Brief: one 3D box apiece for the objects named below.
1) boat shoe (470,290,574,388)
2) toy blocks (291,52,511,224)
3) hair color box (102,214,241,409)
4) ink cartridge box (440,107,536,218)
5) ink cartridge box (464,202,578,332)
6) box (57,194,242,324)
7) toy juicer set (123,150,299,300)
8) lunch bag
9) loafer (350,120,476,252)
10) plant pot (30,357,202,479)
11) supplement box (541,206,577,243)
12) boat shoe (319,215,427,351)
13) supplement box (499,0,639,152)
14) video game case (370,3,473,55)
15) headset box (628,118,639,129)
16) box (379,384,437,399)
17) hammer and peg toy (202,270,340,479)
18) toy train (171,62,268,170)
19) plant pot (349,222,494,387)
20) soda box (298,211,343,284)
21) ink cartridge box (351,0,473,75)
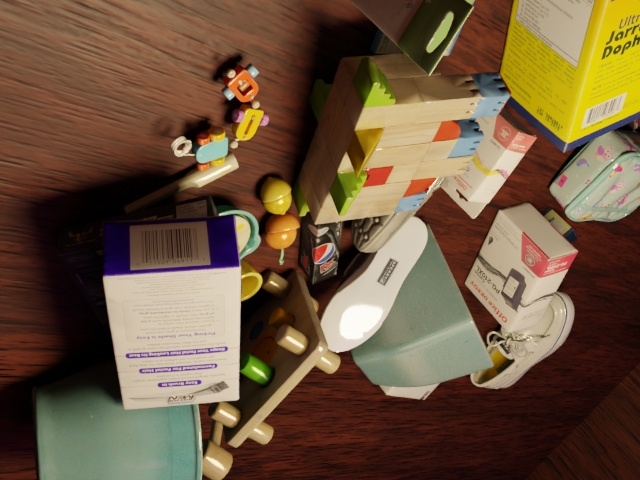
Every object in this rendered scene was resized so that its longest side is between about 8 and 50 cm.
[{"bbox_3d":[0.511,0.269,2.324,0.156,0.136,0.367,-1,141,-38],"label":"boat shoe"},{"bbox_3d":[0.129,-0.158,1.376,0.260,0.191,0.381,-8,150,-22],"label":"toy blocks"},{"bbox_3d":[-0.213,0.114,1.297,0.185,0.110,0.339,-3,137,-9],"label":"hair color box"},{"bbox_3d":[0.292,-0.150,1.635,0.067,0.115,0.198,4,127,-46],"label":"ink cartridge box"},{"bbox_3d":[0.444,0.063,1.970,0.100,0.172,0.237,-14,139,-31],"label":"ink cartridge box"},{"bbox_3d":[-0.251,0.034,1.324,0.232,0.059,0.183,-13,139,3],"label":"box"},{"bbox_3d":[-0.136,-0.026,1.409,0.209,0.089,0.329,-40,145,3],"label":"toy juicer set"},{"bbox_3d":[0.662,-0.136,1.984,0.279,0.108,0.224,3,136,-43],"label":"lunch bag"},{"bbox_3d":[0.169,-0.106,1.578,0.111,0.112,0.319,15,119,-40],"label":"loafer"},{"bbox_3d":[-0.354,0.325,1.485,0.255,0.272,0.272,-4,135,-19],"label":"plant pot"},{"bbox_3d":[0.535,-0.015,2.041,0.083,0.083,0.056,-41,146,3],"label":"supplement box"},{"bbox_3d":[0.091,0.078,1.686,0.108,0.102,0.301,34,84,-13],"label":"boat shoe"},{"bbox_3d":[0.452,-0.362,1.466,0.195,0.194,0.357,-24,144,-19],"label":"supplement box"},{"bbox_3d":[0.164,-0.347,1.380,0.166,0.015,0.119,-8,135,-37],"label":"video game case"},{"bbox_3d":[0.706,-0.287,1.930,0.083,0.032,0.062,-34,145,-4],"label":"headset box"},{"bbox_3d":[0.224,0.264,2.048,0.181,0.119,0.182,-50,144,16],"label":"box"},{"bbox_3d":[-0.136,0.241,1.593,0.127,0.266,0.361,35,106,-26],"label":"hammer and peg toy"},{"bbox_3d":[-0.144,-0.181,1.266,0.166,0.046,0.125,-45,144,4],"label":"toy train"},{"bbox_3d":[0.175,0.162,1.795,0.252,0.247,0.248,-24,147,7],"label":"plant pot"},{"bbox_3d":[0.000,0.000,1.589,0.053,0.060,0.169,-21,142,-22],"label":"soda box"},{"bbox_3d":[0.139,-0.320,1.213,0.062,0.209,0.109,9,124,-44],"label":"ink cartridge box"}]
